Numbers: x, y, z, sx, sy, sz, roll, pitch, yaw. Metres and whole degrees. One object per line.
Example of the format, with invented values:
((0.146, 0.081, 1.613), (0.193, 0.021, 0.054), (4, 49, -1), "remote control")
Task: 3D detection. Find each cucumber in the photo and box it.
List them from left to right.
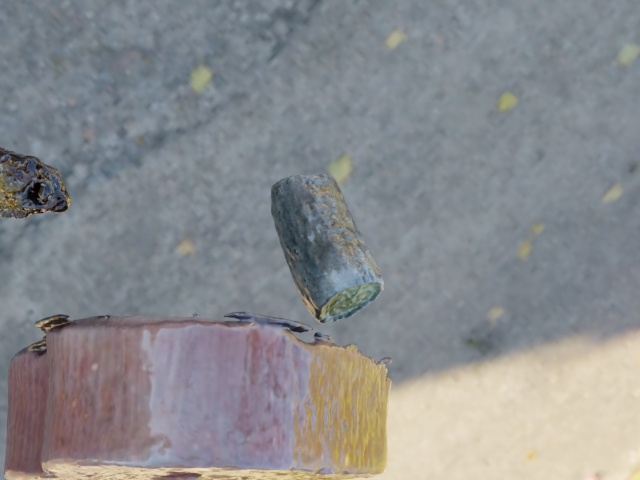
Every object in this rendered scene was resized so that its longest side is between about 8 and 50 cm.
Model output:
((0.001, 0.002, 1.153), (0.064, 0.112, 0.064), (-21, 160, -8), "cucumber")

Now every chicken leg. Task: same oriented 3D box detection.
((-0.209, -0.050, 0.878), (0.145, 0.037, 0.062), (26, 150, -20), "chicken leg")

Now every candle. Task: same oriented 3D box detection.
((-0.084, 0.138, 1.116), (0.287, 0.131, 0.317), (5, 168, -24), "candle")
